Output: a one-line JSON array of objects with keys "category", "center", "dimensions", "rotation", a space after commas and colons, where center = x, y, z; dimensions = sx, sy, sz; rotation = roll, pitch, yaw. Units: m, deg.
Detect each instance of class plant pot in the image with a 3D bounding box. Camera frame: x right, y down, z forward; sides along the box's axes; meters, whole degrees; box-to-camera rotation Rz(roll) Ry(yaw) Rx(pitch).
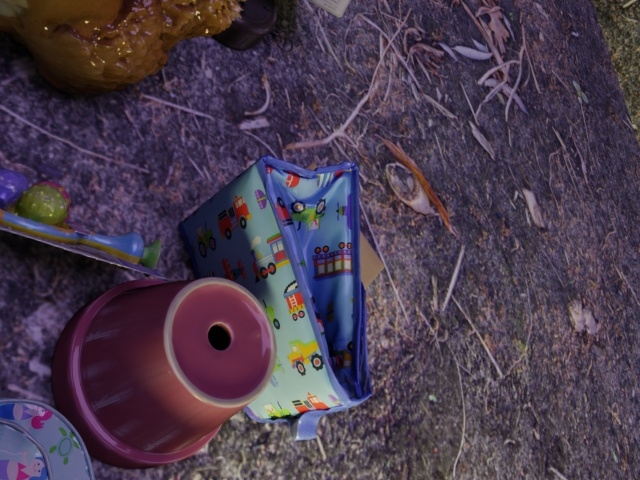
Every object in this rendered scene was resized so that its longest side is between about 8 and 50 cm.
[{"category": "plant pot", "center": [-0.149, 0.125, 0.740], "dimensions": [0.201, 0.180, 0.201], "rotation": [19, 59, -36]}]

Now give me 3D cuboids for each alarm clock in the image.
[{"category": "alarm clock", "center": [-0.112, -0.352, 1.093], "dimensions": [0.192, 0.064, 0.129], "rotation": [32, 51, -32]}]

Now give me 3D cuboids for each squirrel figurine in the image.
[{"category": "squirrel figurine", "center": [-0.258, -0.391, 0.820], "dimensions": [0.397, 0.281, 0.371], "rotation": [49, 50, -40]}]

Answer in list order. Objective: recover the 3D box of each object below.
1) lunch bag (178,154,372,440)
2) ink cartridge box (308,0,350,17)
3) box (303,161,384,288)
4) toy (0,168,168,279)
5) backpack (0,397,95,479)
[{"category": "lunch bag", "center": [-0.045, 0.081, 0.825], "dimensions": [0.138, 0.221, 0.293], "rotation": [0, 73, -34]}, {"category": "ink cartridge box", "center": [-0.116, -0.474, 1.114], "dimensions": [0.296, 0.066, 0.261], "rotation": [16, 25, -37]}, {"category": "box", "center": [0.000, 0.000, 1.056], "dimensions": [0.201, 0.021, 0.164], "rotation": [55, 44, -7]}, {"category": "toy", "center": [-0.270, -0.028, 0.715], "dimensions": [0.237, 0.137, 0.056], "rotation": [26, 88, -28]}, {"category": "backpack", "center": [-0.298, 0.234, 0.554], "dimensions": [0.253, 0.191, 0.225], "rotation": [6, 66, -47]}]
